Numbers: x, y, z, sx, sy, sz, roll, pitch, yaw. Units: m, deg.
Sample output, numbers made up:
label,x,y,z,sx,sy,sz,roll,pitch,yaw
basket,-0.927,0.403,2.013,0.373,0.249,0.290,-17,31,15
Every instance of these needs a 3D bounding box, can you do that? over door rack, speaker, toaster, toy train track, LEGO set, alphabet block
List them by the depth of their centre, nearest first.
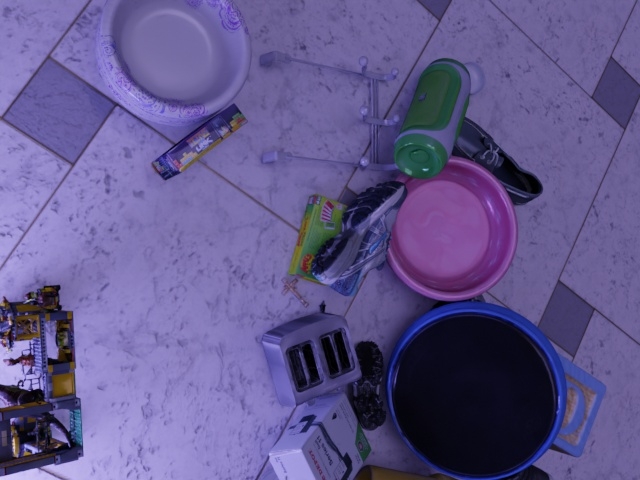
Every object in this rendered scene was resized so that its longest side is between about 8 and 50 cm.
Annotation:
label,x,y,z,sx,sy,sz,roll,pitch,yaw
LEGO set,-0.525,0.240,1.096,0.192,0.255,0.331,-2,95,-41
toaster,-0.019,0.240,1.408,0.168,0.110,0.186,-17,94,-26
toy train track,-0.053,0.113,1.452,0.048,0.014,0.083,-46,106,-20
over door rack,0.037,-0.277,1.465,0.324,0.108,0.240,1,86,-25
speaker,0.255,-0.278,1.512,0.131,0.131,0.297,37,53,-19
alphabet block,0.516,0.377,1.602,0.193,0.197,0.192,35,75,-19

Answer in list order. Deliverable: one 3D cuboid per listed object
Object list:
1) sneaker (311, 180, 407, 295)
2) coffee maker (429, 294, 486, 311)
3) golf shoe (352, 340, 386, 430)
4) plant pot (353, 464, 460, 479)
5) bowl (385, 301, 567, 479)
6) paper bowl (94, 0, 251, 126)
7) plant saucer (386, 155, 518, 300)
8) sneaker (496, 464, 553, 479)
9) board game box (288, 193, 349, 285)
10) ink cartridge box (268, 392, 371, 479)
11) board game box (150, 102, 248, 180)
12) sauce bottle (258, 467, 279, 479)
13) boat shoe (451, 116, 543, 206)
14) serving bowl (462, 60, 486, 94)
label,x,y,z,sx,sy,sz,roll,pitch,yaw
sneaker,0.100,-0.005,1.446,0.283,0.110,0.122,-51,119,-11
coffee maker,0.342,0.220,1.588,0.171,0.120,0.178,-29,99,3
golf shoe,0.098,0.322,1.485,0.077,0.094,0.198,6,60,-6
plant pot,0.179,0.597,1.420,0.239,0.254,0.254,26,76,-7
bowl,0.330,0.329,1.457,0.391,0.077,0.391,0,89,16
paper bowl,-0.287,-0.362,1.296,0.284,0.148,0.284,1,87,-24
plant saucer,0.287,-0.025,1.549,0.332,0.084,0.332,1,83,-10
sneaker,0.441,0.653,1.608,0.147,0.104,0.296,41,66,-16
board game box,0.000,0.000,1.466,0.092,0.043,0.181,19,79,-22
ink cartridge box,0.004,0.431,1.368,0.208,0.086,0.153,-39,107,-56
board game box,-0.239,-0.191,1.312,0.170,0.141,0.048,-42,104,-22
sauce bottle,-0.022,0.626,1.388,0.111,0.111,0.344,-31,98,-23
boat shoe,0.420,-0.204,1.642,0.319,0.099,0.116,40,72,-18
serving bowl,0.370,-0.402,1.670,0.083,0.027,0.083,1,87,-25
